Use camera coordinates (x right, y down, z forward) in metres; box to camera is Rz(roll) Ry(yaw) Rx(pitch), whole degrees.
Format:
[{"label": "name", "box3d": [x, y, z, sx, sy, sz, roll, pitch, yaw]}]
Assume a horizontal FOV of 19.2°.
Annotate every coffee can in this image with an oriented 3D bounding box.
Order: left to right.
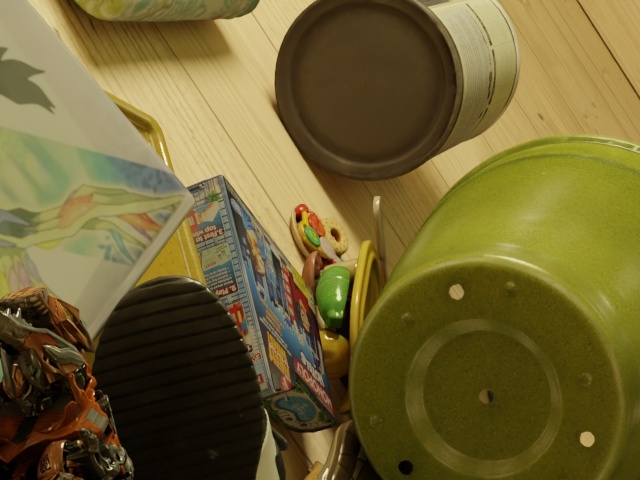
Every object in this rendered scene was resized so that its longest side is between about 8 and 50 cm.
[{"label": "coffee can", "box3d": [0.091, -0.183, 2.062, 0.201, 0.201, 0.275, 59, 22, 1]}]

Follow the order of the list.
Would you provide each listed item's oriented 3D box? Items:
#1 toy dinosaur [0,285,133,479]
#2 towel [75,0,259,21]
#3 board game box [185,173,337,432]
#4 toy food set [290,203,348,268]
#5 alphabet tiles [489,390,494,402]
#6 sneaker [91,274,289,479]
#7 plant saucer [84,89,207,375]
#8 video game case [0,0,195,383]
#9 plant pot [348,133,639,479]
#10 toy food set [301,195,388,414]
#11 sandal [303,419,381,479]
[{"label": "toy dinosaur", "box3d": [-0.147, 0.196, 1.108, 0.322, 0.164, 0.218, 59, 22, -2]}, {"label": "towel", "box3d": [-0.218, -0.375, 1.822, 0.374, 0.090, 0.320, 60, 25, 5]}, {"label": "board game box", "box3d": [-0.055, 0.079, 1.569, 0.194, 0.060, 0.194, 54, 20, -48]}, {"label": "toy food set", "box3d": [0.000, 0.000, 1.871, 0.083, 0.020, 0.082, 43, 27, -34]}, {"label": "alphabet tiles", "box3d": [0.258, 0.325, 2.005, 0.285, 0.011, 0.342, 40, 28, -38]}, {"label": "sneaker", "box3d": [-0.080, 0.174, 1.307, 0.146, 0.122, 0.331, -86, 166, -77]}, {"label": "plant saucer", "box3d": [-0.193, -0.018, 1.409, 0.332, 0.081, 0.333, 29, 36, -52]}, {"label": "video game case", "box3d": [-0.253, -0.028, 1.185, 0.300, 0.036, 0.329, 50, 47, -19]}, {"label": "plant pot", "box3d": [0.193, 0.102, 1.683, 0.366, 0.366, 0.353, 60, 22, 4]}, {"label": "toy food set", "box3d": [0.017, 0.068, 1.767, 0.218, 0.071, 0.128, -78, 164, -53]}, {"label": "sandal", "box3d": [0.010, 0.215, 1.579, 0.072, 0.049, 0.180, 60, 30, -24]}]
